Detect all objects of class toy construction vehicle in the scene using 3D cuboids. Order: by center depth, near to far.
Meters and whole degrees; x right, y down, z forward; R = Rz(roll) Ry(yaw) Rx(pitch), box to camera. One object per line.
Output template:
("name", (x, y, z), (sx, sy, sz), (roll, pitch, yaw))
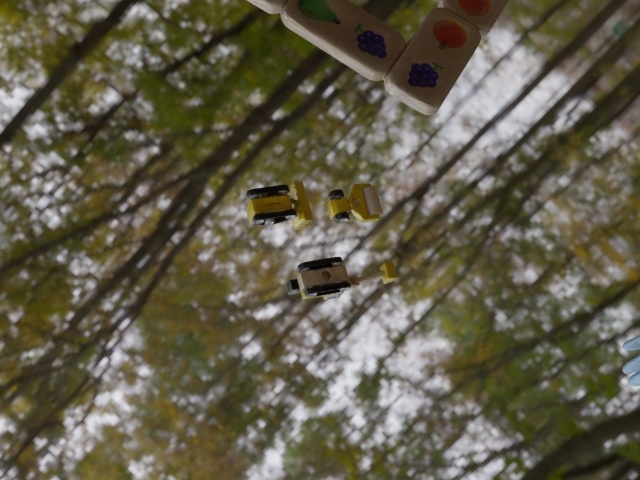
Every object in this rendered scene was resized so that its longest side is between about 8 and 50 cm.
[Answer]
("toy construction vehicle", (0.000, 0.000, 0.882), (0.098, 0.035, 0.086), (-11, -108, -23))

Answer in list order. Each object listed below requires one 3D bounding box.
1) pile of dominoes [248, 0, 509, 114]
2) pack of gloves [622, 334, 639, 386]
("pile of dominoes", (0.033, -0.206, 0.635), (0.196, 0.040, 0.251), (32, -121, 1))
("pack of gloves", (0.399, 0.116, 1.108), (0.195, 0.232, 0.046), (37, -143, -22))
